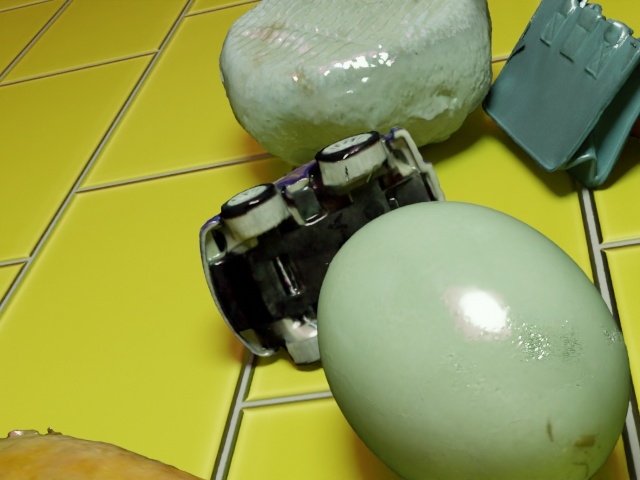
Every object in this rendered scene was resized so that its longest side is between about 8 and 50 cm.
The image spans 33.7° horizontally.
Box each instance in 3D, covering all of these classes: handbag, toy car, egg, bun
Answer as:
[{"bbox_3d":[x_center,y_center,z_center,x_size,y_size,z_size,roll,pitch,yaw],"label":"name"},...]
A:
[{"bbox_3d":[0.275,-0.175,1.147,0.062,0.179,0.229,22,19,-24],"label":"handbag"},{"bbox_3d":[0.000,0.000,1.017,0.235,0.172,0.158,-24,14,-7],"label":"toy car"},{"bbox_3d":[0.105,0.078,0.772,0.203,0.203,0.283,-26,28,-14],"label":"egg"},{"bbox_3d":[0.046,-0.206,1.286,0.355,0.194,0.354,-12,32,7],"label":"bun"}]

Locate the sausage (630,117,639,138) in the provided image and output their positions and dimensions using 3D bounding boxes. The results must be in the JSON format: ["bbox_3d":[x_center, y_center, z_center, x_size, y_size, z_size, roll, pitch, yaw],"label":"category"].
[{"bbox_3d":[0.452,-0.146,1.074,0.348,0.094,0.097,6,60,36],"label":"sausage"}]

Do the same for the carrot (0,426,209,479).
[{"bbox_3d":[-0.106,0.240,0.605,0.341,0.224,0.224,13,41,31],"label":"carrot"}]
